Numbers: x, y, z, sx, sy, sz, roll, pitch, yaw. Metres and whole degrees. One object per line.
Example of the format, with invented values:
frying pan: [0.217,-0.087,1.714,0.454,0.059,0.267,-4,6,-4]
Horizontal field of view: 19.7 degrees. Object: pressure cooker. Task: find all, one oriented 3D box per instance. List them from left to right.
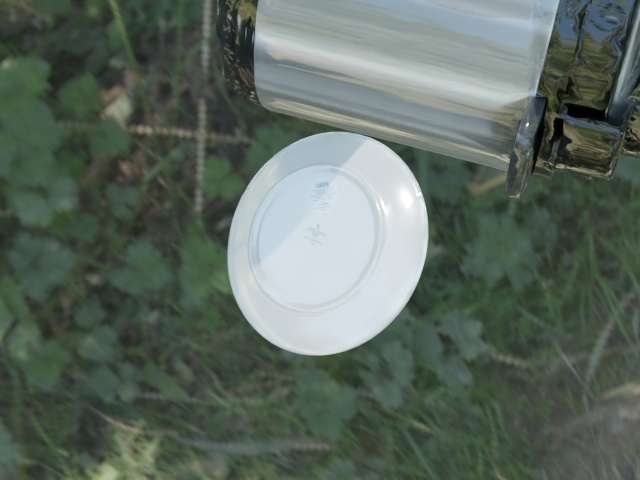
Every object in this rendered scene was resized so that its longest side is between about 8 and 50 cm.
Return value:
pressure cooker: [0.155,-0.249,1.576,0.420,0.375,0.370,16,103,8]

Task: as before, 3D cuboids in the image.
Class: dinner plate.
dinner plate: [0.000,0.000,1.134,0.141,0.017,0.141,-7,74,27]
